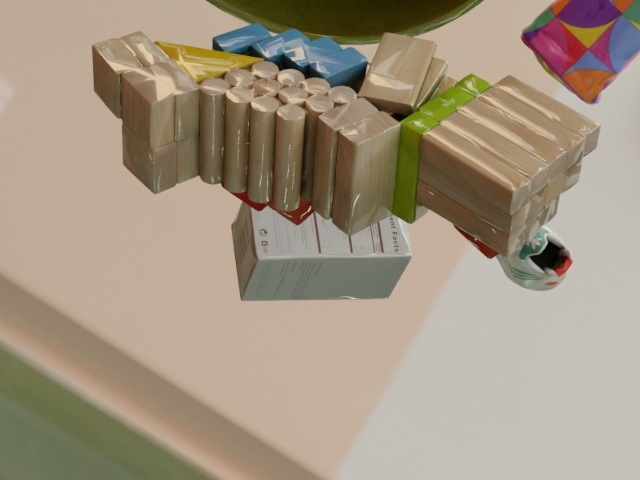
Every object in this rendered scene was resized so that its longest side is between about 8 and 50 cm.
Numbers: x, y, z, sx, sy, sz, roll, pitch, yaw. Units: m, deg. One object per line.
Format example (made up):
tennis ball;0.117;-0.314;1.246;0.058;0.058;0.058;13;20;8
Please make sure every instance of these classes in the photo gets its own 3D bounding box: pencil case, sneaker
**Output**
pencil case;0.283;-0.226;1.534;0.236;0.104;0.104;-44;-166;14
sneaker;0.223;0.023;1.793;0.075;0.161;0.057;35;-95;36

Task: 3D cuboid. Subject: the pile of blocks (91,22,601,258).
pile of blocks;0.013;-0.069;1.290;0.149;0.362;0.113;-64;164;-47

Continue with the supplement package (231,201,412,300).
supplement package;0.000;0.000;2.013;0.105;0.179;0.105;115;-29;-57

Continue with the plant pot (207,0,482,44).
plant pot;0.031;-0.430;1.620;0.366;0.366;0.353;-46;-158;43
